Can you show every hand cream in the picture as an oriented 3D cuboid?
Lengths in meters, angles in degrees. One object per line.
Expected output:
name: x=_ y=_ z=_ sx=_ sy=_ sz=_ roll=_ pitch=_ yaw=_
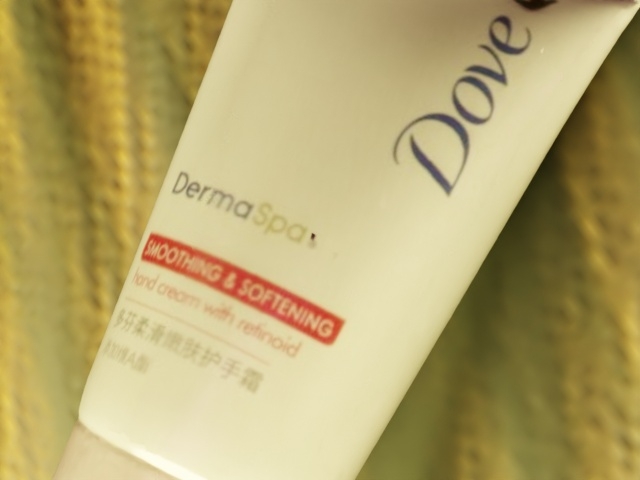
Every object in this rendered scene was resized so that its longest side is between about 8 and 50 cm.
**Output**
hand cream: x=0.000 y=0.000 z=0.553 sx=0.133 sy=0.083 sz=0.248 roll=22 pitch=87 yaw=20
